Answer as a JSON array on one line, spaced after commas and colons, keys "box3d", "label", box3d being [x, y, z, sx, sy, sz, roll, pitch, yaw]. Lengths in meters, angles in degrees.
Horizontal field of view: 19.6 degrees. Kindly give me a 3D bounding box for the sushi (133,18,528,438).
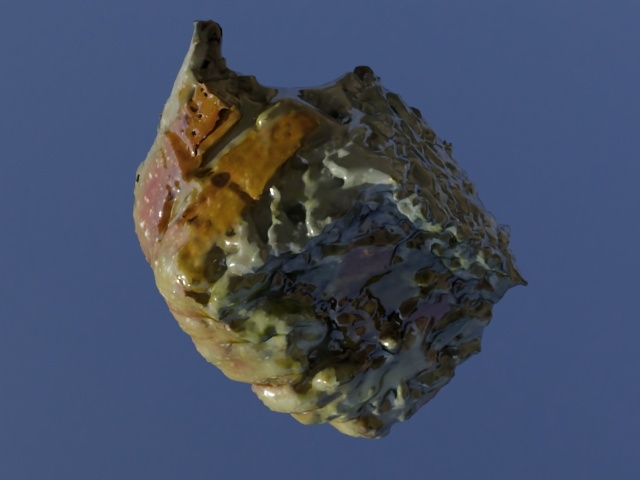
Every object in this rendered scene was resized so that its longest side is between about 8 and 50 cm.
[{"box3d": [0.000, 0.000, 1.109, 0.184, 0.274, 0.139, -39, -133, 10], "label": "sushi"}]
